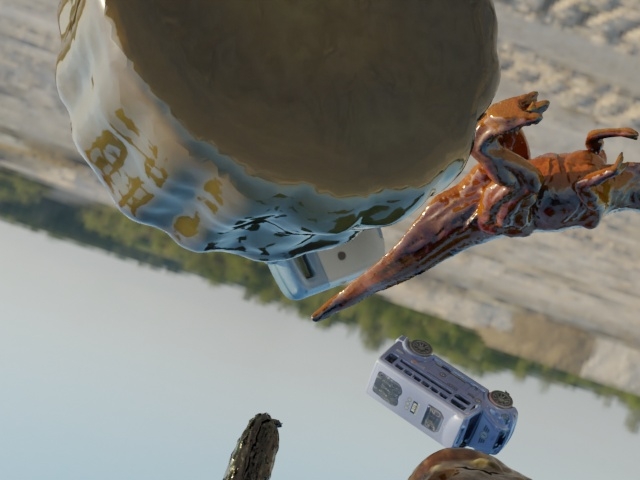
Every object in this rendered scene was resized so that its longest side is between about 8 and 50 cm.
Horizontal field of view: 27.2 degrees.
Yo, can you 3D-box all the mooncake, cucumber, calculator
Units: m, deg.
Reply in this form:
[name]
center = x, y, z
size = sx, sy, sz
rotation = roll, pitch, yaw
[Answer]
[mooncake]
center = -0.031, -0.129, 0.886
size = 0.290, 0.290, 0.161
rotation = 19, 157, -20
[cucumber]
center = -0.078, 0.248, 1.285
size = 0.053, 0.182, 0.053
rotation = 11, 152, 6
[calculator]
center = 0.000, 0.000, 1.597
size = 0.039, 0.121, 0.210
rotation = -29, 172, 40

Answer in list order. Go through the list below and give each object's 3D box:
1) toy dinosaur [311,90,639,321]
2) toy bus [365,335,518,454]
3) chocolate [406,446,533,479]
[toy dinosaur]
center = 0.156, -0.056, 1.221
size = 0.432, 0.097, 0.208
rotation = -12, 125, 22
[toy bus]
center = 0.137, 0.185, 1.499
size = 0.167, 0.073, 0.076
rotation = 32, -144, 22
[chocolate]
center = 0.172, 0.352, 1.156
size = 0.340, 0.225, 0.210
rotation = 58, 180, 6
